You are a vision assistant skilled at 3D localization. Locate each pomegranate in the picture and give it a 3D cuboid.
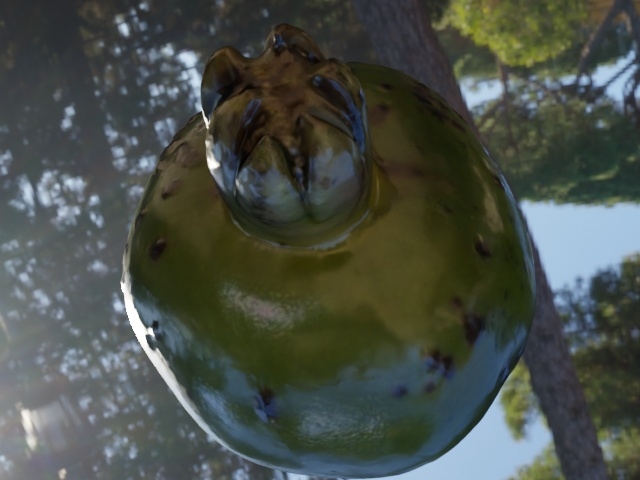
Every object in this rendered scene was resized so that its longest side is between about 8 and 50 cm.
[{"bbox_3d":[0.000,0.000,0.480,0.202,0.248,0.202,-3,-121,6],"label":"pomegranate"}]
